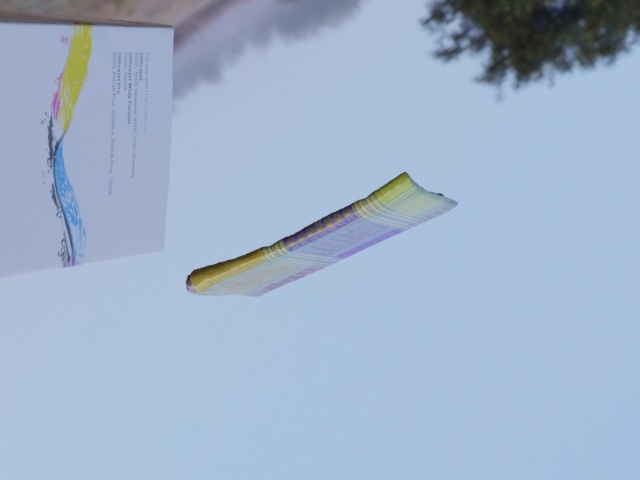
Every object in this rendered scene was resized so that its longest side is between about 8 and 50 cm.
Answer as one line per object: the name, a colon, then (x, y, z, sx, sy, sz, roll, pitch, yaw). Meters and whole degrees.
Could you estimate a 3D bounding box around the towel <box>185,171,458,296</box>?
towel: (0.000, 0.000, 0.461, 0.083, 0.009, 0.060, -25, 169, 16)

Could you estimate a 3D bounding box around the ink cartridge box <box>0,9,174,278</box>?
ink cartridge box: (-0.236, -0.072, 0.954, 0.171, 0.168, 0.232, 11, -168, 33)
